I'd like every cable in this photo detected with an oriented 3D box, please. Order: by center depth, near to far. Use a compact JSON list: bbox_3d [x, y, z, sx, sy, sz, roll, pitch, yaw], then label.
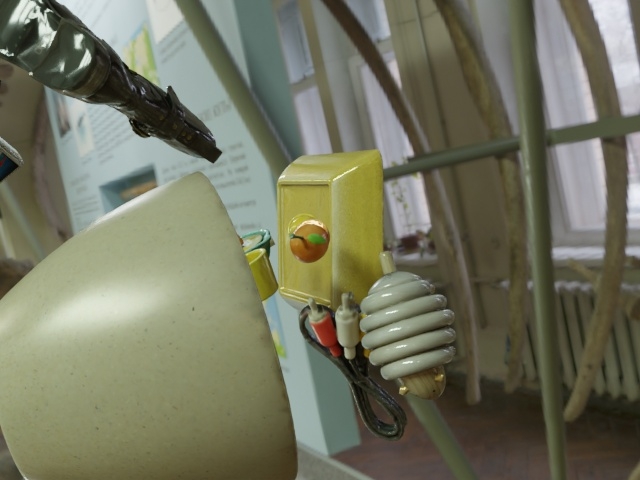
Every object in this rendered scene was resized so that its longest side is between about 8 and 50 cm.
[{"bbox_3d":[0.046,0.195,1.115,0.139,0.287,0.072,-6,24,17],"label":"cable"}]

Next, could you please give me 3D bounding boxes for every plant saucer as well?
[{"bbox_3d":[0.000,0.000,1.416,0.081,0.333,0.332,-3,5,-26],"label":"plant saucer"}]

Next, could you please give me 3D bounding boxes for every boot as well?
[{"bbox_3d":[-0.250,-0.187,0.853,0.091,0.263,0.229,-51,-28,6],"label":"boot"}]

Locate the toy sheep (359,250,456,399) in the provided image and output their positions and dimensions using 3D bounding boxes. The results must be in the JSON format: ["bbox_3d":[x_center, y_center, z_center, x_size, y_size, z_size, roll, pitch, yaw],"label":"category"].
[{"bbox_3d":[0.074,0.073,0.642,0.091,0.132,0.091,-20,-12,-4],"label":"toy sheep"}]

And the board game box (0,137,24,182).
[{"bbox_3d":[-0.661,-0.090,1.194,0.305,0.053,0.193,-40,-37,-3],"label":"board game box"}]

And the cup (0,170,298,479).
[{"bbox_3d":[-0.190,0.120,0.748,0.237,0.331,0.331,-17,6,-15],"label":"cup"}]

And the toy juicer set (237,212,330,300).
[{"bbox_3d":[-0.109,0.005,1.199,0.209,0.089,0.329,-34,15,-24],"label":"toy juicer set"}]
